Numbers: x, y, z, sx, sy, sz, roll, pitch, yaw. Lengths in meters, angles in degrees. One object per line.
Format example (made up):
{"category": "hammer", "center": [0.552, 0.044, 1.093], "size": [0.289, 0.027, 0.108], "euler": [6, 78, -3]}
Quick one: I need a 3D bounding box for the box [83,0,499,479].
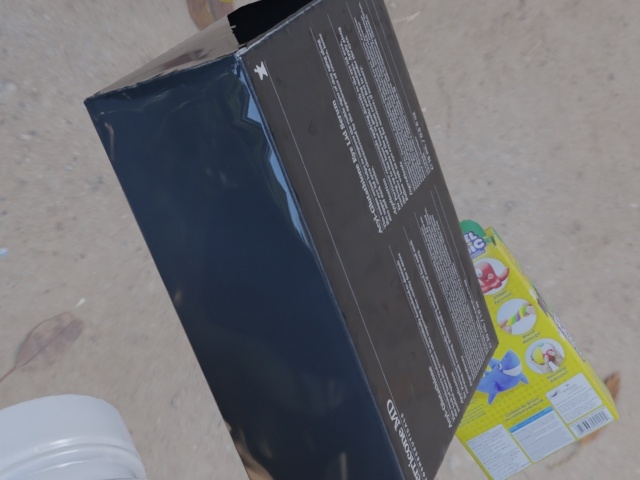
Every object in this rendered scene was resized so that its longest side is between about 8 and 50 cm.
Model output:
{"category": "box", "center": [0.000, 0.000, 0.629], "size": [0.103, 0.184, 0.261], "euler": [-12, 110, 26]}

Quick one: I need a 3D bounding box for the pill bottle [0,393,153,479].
{"category": "pill bottle", "center": [-0.086, 0.177, 0.447], "size": [0.124, 0.124, 0.222], "euler": [-29, 56, -2]}

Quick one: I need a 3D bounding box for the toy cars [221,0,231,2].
{"category": "toy cars", "center": [-0.011, -0.302, 0.926], "size": [0.087, 0.394, 0.177], "euler": [2, 107, 13]}

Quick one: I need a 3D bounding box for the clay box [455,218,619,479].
{"category": "clay box", "center": [0.139, 0.089, 0.936], "size": [0.127, 0.053, 0.222], "euler": [-33, 104, 16]}
